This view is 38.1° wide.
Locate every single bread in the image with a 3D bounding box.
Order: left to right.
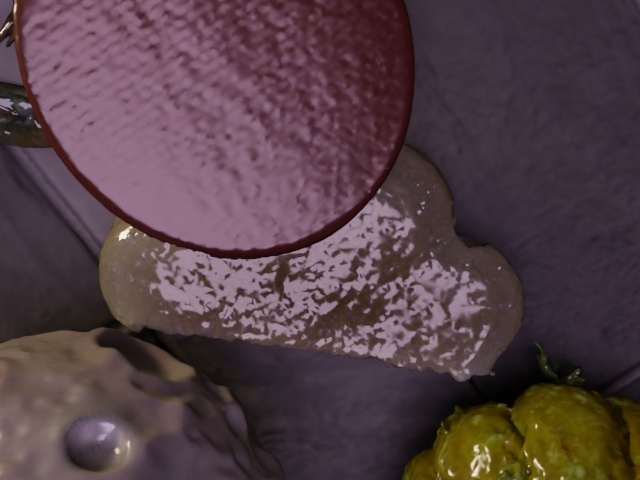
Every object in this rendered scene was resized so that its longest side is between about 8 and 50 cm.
[{"bbox_3d":[0.000,0.003,0.738,0.337,0.102,0.183,9,104,-3],"label":"bread"}]

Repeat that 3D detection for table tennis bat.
[{"bbox_3d":[-0.099,-0.179,0.639,0.268,0.051,0.414,-33,98,-5],"label":"table tennis bat"}]

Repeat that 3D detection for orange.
[{"bbox_3d":[0.183,0.265,0.738,0.301,0.223,0.300,-37,104,12],"label":"orange"}]

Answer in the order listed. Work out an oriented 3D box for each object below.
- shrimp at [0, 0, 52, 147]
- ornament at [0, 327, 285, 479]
[{"bbox_3d":[-0.293,-0.195,0.705,0.445,0.085,0.272,-4,109,-4],"label":"shrimp"},{"bbox_3d":[-0.175,0.236,0.667,0.337,0.337,0.337,0,104,0],"label":"ornament"}]
